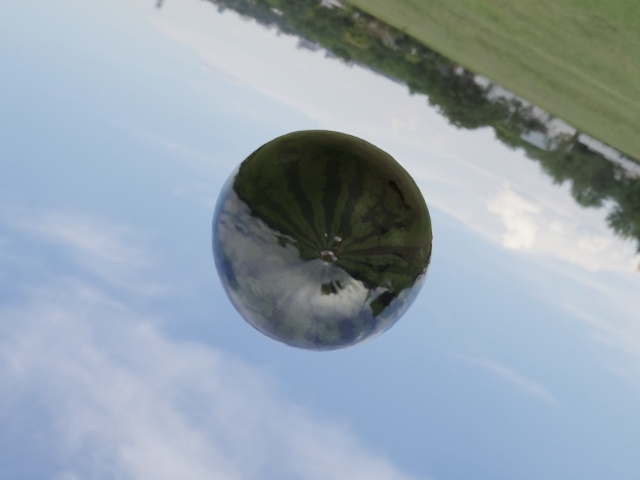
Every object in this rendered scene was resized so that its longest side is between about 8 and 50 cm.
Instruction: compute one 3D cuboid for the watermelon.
[{"bbox_3d":[0.000,0.000,0.745,0.212,0.212,0.212,26,-166,-7],"label":"watermelon"}]
